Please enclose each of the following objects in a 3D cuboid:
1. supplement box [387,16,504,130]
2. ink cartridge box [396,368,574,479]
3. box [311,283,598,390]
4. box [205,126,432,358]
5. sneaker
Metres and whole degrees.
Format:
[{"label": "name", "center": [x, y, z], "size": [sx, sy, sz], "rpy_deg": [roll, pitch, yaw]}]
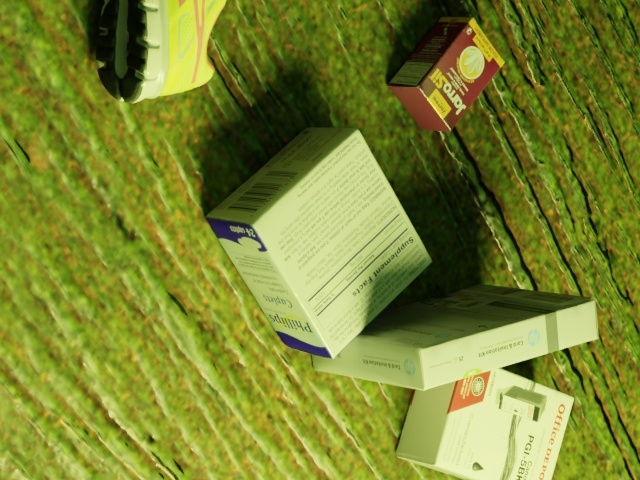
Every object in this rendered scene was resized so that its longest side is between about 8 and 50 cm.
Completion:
[{"label": "supplement box", "center": [0.104, -0.139, 1.622], "size": [0.083, 0.043, 0.055], "rpy_deg": [-52, 122, -20]}, {"label": "ink cartridge box", "center": [0.142, 0.158, 1.671], "size": [0.135, 0.056, 0.099], "rpy_deg": [21, 81, -35]}, {"label": "box", "center": [0.108, 0.075, 1.584], "size": [0.186, 0.145, 0.038], "rpy_deg": [-12, 100, -36]}, {"label": "box", "center": [0.000, 0.000, 1.541], "size": [0.126, 0.072, 0.137], "rpy_deg": [-43, 117, -26]}, {"label": "sneaker", "center": [-0.109, -0.205, 1.445], "size": [0.094, 0.081, 0.208], "rpy_deg": [-1, 103, -42]}]
